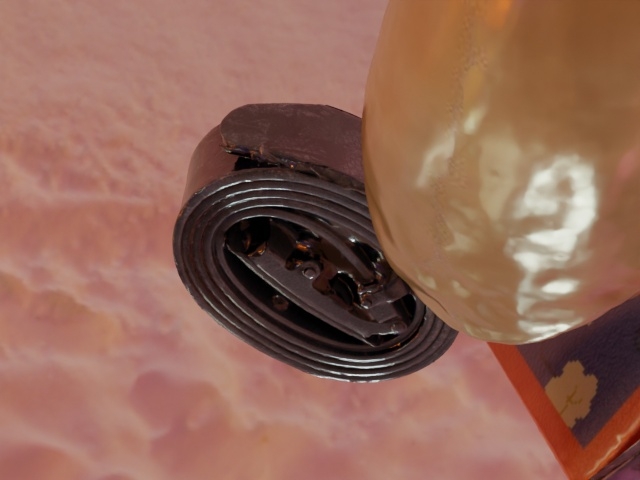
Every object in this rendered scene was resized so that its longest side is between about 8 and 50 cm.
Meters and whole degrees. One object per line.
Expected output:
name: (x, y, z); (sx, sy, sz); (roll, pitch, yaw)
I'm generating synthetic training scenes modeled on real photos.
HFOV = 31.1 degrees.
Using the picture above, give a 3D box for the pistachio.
pistachio: (0.120, -0.073, 0.457); (0.188, 0.187, 0.299); (9, 139, -2)

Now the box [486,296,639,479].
box: (0.337, 0.041, 0.773); (0.349, 0.257, 0.318); (28, 111, -28)

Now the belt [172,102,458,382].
belt: (0.000, 0.000, 0.683); (0.190, 0.082, 0.141); (35, 122, -23)
